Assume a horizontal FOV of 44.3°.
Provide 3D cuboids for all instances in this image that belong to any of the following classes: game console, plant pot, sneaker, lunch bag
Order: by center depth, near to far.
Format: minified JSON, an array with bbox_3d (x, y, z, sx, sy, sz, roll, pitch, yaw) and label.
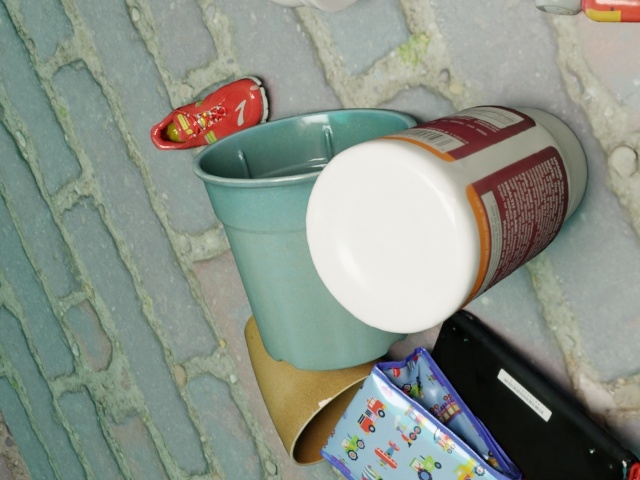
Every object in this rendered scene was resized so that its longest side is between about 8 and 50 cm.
[{"bbox_3d":[0.285,0.345,1.235,0.386,0.060,0.342,42,125,42],"label":"game console"},{"bbox_3d":[0.000,0.000,1.240,0.341,0.341,0.334,9,119,37],"label":"plant pot"},{"bbox_3d":[0.171,0.358,1.250,0.293,0.138,0.221,46,126,28],"label":"lunch bag"},{"bbox_3d":[-0.021,0.225,1.410,0.254,0.237,0.237,50,131,31],"label":"plant pot"},{"bbox_3d":[-0.209,-0.217,1.445,0.279,0.118,0.107,-18,95,41],"label":"sneaker"}]

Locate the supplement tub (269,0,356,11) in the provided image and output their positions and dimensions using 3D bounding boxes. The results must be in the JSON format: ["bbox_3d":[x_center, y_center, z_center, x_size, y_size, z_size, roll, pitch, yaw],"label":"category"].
[{"bbox_3d":[-0.082,-0.491,1.162,0.331,0.241,0.241,31,123,26],"label":"supplement tub"}]

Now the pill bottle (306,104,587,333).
[{"bbox_3d":[0.182,-0.050,1.008,0.224,0.392,0.224,15,114,35],"label":"pill bottle"}]

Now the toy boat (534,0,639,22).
[{"bbox_3d":[0.318,-0.385,0.904,0.148,0.267,0.318,17,148,27],"label":"toy boat"}]
